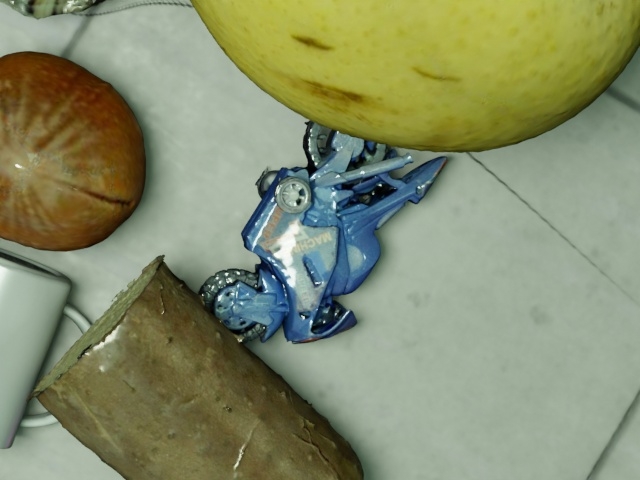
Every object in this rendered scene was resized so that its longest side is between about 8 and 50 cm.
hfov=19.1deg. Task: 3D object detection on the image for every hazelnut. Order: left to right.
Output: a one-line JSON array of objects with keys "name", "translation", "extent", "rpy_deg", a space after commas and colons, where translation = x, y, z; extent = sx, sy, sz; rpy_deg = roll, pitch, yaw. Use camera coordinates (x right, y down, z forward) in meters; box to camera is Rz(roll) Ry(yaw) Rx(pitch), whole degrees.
[{"name": "hazelnut", "translation": [-0.193, -0.064, 1.336], "extent": [0.150, 0.150, 0.150], "rpy_deg": [0, 92, -3]}]

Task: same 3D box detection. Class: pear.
[{"name": "pear", "translation": [0.065, -0.228, 1.253], "extent": [0.348, 0.348, 0.348], "rpy_deg": [0, 92, -3]}]

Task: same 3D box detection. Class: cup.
[{"name": "cup", "translation": [-0.235, 0.076, 1.374], "extent": [0.099, 0.136, 0.133], "rpy_deg": [20, 90, 30]}]

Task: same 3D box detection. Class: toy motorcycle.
[{"name": "toy motorcycle", "translation": [0.000, 0.000, 1.388], "extent": [0.114, 0.076, 0.205], "rpy_deg": [33, 88, -13]}]

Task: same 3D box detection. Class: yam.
[{"name": "yam", "translation": [-0.079, 0.133, 1.341], "extent": [0.238, 0.129, 0.128], "rpy_deg": [43, 48, -17]}]

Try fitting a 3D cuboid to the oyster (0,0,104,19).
[{"name": "oyster", "translation": [-0.146, -0.325, 1.335], "extent": [0.162, 0.158, 0.351], "rpy_deg": [23, 106, -38]}]
